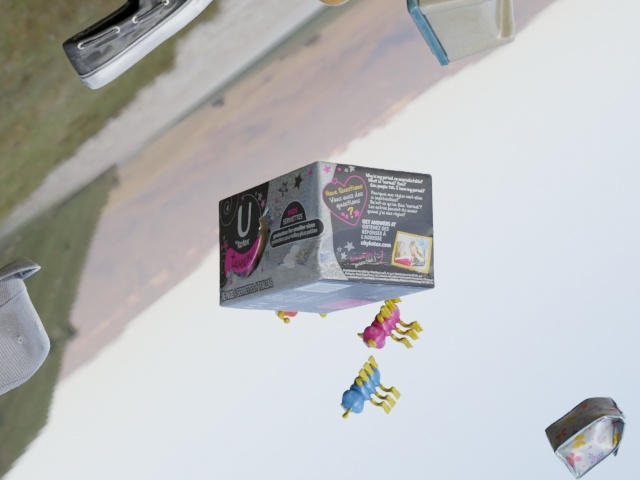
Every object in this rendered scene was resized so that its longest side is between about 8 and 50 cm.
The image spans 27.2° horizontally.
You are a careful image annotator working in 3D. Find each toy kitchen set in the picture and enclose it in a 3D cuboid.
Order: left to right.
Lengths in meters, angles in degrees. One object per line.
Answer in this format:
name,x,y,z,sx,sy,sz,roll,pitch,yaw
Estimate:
toy kitchen set,0.064,-0.261,1.015,0.122,0.166,0.207,-11,-119,20

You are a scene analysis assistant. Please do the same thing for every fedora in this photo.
fedora,-0.401,0.129,1.485,0.243,0.124,0.275,-32,-175,13

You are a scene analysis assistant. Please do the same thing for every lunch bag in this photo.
lunch bag,0.288,0.206,1.410,0.083,0.053,0.071,-41,-171,7

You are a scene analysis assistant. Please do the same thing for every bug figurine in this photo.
bug figurine,0.041,0.122,2.003,0.072,0.279,0.216,-10,-151,48

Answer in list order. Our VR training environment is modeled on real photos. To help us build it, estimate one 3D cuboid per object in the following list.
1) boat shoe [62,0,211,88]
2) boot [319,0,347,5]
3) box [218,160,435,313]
boat shoe,-0.210,-0.278,1.572,0.228,0.076,0.080,-39,-150,-4
boot,0.045,-0.375,1.479,0.104,0.295,0.211,-30,-142,-24
box,0.000,0.000,1.573,0.163,0.142,0.247,6,167,-30
